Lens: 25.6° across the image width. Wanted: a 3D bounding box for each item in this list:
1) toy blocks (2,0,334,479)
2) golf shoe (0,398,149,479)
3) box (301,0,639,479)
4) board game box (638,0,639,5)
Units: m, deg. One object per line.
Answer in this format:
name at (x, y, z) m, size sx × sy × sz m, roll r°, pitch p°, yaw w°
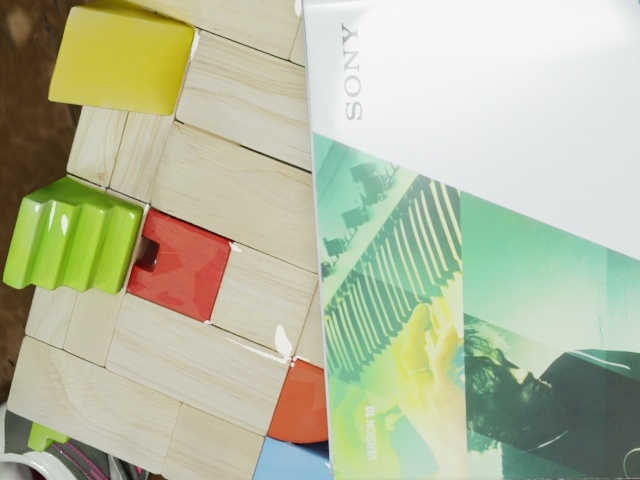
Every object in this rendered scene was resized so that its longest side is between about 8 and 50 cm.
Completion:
toy blocks at (0.000, 0.000, 0.747) m, size 0.261 × 0.191 × 0.381 m, roll 22°, pitch 110°, yaw 9°
golf shoe at (-0.137, 0.218, 0.932) m, size 0.105 × 0.120 × 0.272 m, roll -32°, pitch 91°, yaw 34°
box at (0.157, -0.006, 0.627) m, size 0.322 × 0.058 × 0.232 m, roll -2°, pitch 109°, yaw 7°
board game box at (0.234, -0.214, 0.494) m, size 0.317 × 0.064 × 0.242 m, roll -24°, pitch 81°, yaw 20°
